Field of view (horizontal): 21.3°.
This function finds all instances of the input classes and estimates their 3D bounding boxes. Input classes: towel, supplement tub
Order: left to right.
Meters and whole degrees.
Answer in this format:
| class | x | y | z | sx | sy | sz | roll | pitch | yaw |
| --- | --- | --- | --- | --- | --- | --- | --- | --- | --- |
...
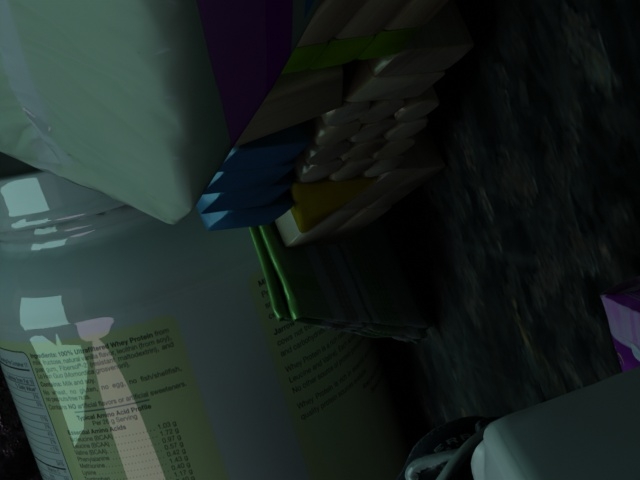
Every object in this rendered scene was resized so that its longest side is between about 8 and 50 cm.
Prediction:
| class | x | y | z | sx | sy | sz | roll | pitch | yaw |
| --- | --- | --- | --- | --- | --- | --- | --- | --- | --- |
| supplement tub | -0.080 | 0.078 | 1.091 | 0.235 | 0.235 | 0.325 | -144 | 36 | -73 |
| towel | 0.000 | 0.000 | 0.892 | 0.152 | 0.023 | 0.113 | 12 | -129 | -60 |

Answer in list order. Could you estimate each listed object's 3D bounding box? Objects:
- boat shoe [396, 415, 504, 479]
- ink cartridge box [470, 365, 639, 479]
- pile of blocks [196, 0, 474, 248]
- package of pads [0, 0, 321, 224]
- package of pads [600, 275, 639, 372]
| class | x | y | z | sx | sy | sz | roll | pitch | yaw |
| --- | --- | --- | --- | --- | --- | --- | --- | --- | --- |
| boat shoe | 0.076 | 0.129 | 0.759 | 0.301 | 0.108 | 0.102 | 87 | 160 | -81 |
| ink cartridge box | 0.146 | 0.178 | 0.412 | 0.198 | 0.114 | 0.273 | 83 | 164 | -50 |
| pile of blocks | -0.022 | -0.093 | 0.689 | 0.362 | 0.149 | 0.113 | 100 | 148 | -72 |
| package of pads | -0.025 | -0.176 | 0.369 | 0.101 | 0.229 | 0.296 | 22 | 154 | 13 |
| package of pads | 0.120 | 0.053 | 0.546 | 0.050 | 0.032 | 0.083 | -151 | 42 | -73 |
